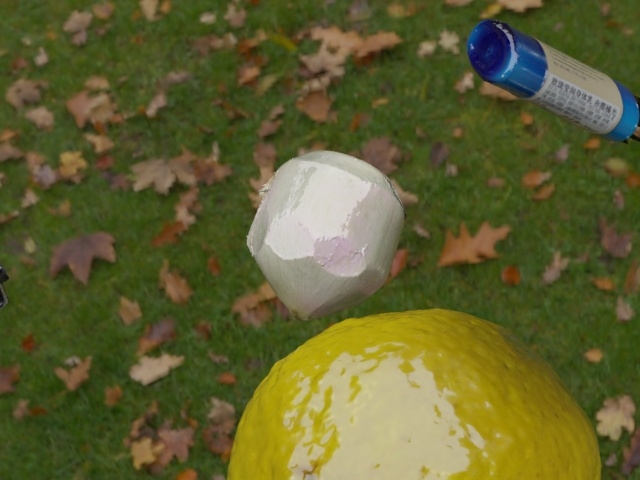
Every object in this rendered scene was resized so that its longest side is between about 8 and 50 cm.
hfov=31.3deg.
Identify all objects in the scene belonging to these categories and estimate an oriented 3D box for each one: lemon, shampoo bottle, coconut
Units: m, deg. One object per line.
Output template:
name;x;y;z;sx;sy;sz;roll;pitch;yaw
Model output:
lemon;0.057;0.140;0.659;0.204;0.260;0.204;-7;77;33
shampoo bottle;0.217;-0.134;1.003;0.183;0.050;0.087;20;24;-28
coconut;0.000;0.000;1.253;0.171;0.171;0.183;17;70;25

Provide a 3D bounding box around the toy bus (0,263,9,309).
toy bus;-0.160;-0.006;0.462;0.052;0.131;0.037;41;65;16
